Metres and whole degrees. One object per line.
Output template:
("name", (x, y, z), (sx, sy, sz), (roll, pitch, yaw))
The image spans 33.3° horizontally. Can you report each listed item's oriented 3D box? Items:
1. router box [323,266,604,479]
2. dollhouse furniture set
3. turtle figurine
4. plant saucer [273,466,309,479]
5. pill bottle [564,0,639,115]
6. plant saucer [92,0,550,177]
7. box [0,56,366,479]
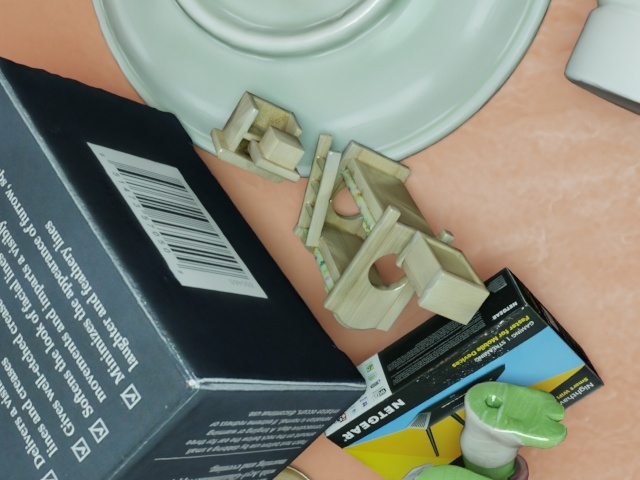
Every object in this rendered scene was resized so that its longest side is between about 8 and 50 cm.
("router box", (0.106, 0.113, 0.809), (0.179, 0.133, 0.046), (-36, 41, 15))
("dollhouse furniture set", (0.000, 0.000, 0.763), (0.161, 0.182, 0.101), (23, 113, -26))
("turtle figurine", (0.140, 0.254, 0.760), (0.274, 0.198, 0.266), (50, 149, 43))
("plant saucer", (-0.035, 0.229, 0.911), (0.083, 0.015, 0.083), (1, 94, 14))
("pill bottle", (0.310, -0.239, 0.685), (0.204, 0.204, 0.361), (26, 101, 11))
("plant saucer", (-0.017, -0.247, 0.825), (0.401, 0.100, 0.400), (1, 95, 15))
("box", (-0.220, 0.121, 0.796), (0.395, 0.212, 0.293), (-45, 63, 18))
